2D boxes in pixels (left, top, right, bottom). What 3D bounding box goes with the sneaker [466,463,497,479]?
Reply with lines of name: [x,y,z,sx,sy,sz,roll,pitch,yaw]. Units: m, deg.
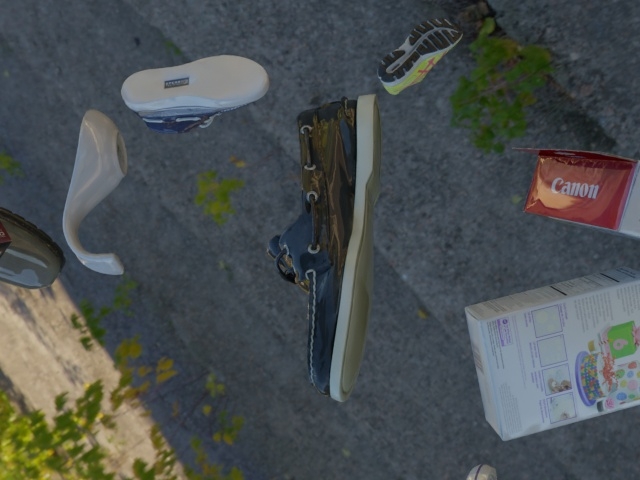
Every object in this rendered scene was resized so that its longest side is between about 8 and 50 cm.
sneaker: [0.210,0.508,1.309,0.161,0.102,0.282,22,103,28]

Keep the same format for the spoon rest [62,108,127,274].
spoon rest: [-0.346,-0.078,1.125,0.137,0.084,0.277,87,176,-61]

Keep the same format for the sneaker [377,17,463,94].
sneaker: [0.207,-0.381,1.527,0.081,0.208,0.094,54,176,23]

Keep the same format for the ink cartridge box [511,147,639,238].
ink cartridge box: [0.530,-0.082,1.373,0.309,0.271,0.130,-152,75,-73]

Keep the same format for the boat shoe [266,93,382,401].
boat shoe: [-0.001,-0.002,0.787,0.112,0.127,0.340,2,75,12]

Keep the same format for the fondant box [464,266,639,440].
fondant box: [0.456,0.206,1.359,0.096,0.330,0.239,-121,18,-79]

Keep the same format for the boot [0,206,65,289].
boot: [-0.355,0.031,0.636,0.246,0.161,0.083,28,128,-32]

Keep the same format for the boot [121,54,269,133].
boot: [-0.148,-0.180,0.927,0.189,0.069,0.086,0,159,13]

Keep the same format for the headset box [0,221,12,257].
headset box: [-0.264,-0.005,0.531,0.062,0.032,0.083,-45,75,31]
